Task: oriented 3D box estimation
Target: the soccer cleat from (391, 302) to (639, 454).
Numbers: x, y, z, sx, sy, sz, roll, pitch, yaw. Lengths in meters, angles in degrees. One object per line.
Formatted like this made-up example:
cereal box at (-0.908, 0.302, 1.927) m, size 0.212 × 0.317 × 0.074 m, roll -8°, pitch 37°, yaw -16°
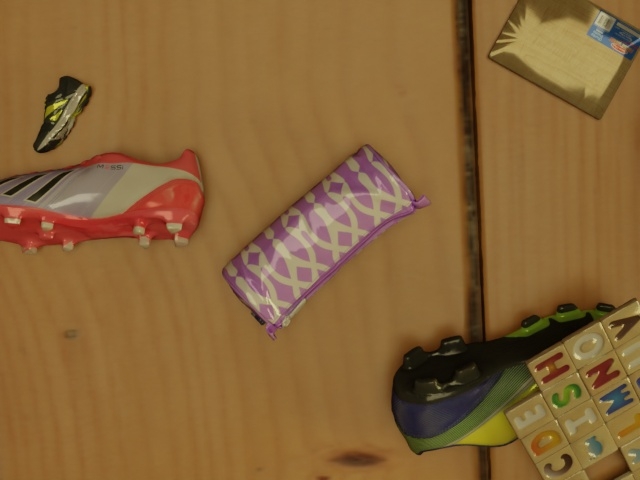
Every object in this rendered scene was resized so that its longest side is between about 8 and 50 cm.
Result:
soccer cleat at (0.211, 0.141, 1.528) m, size 0.289 × 0.093 × 0.121 m, roll -11°, pitch 125°, yaw -4°

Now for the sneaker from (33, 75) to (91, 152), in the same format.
sneaker at (-0.258, -0.124, 1.526) m, size 0.035 × 0.031 × 0.083 m, roll 35°, pitch 89°, yaw 11°

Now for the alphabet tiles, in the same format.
alphabet tiles at (0.289, 0.164, 1.494) m, size 0.198 × 0.009 × 0.237 m, roll -31°, pitch 126°, yaw 2°

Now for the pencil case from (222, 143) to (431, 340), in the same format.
pencil case at (0.000, 0.000, 1.502) m, size 0.206 × 0.086 × 0.088 m, roll -43°, pitch 59°, yaw 4°

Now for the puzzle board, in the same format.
puzzle board at (0.242, -0.191, 1.530) m, size 0.128 × 0.011 × 0.096 m, roll 29°, pitch 92°, yaw -3°

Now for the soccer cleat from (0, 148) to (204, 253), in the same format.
soccer cleat at (-0.235, -0.043, 1.514) m, size 0.248 × 0.083 × 0.095 m, roll 1°, pitch 65°, yaw 5°
